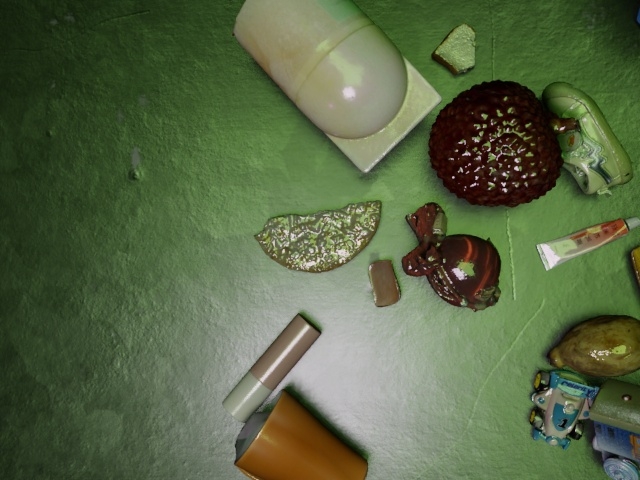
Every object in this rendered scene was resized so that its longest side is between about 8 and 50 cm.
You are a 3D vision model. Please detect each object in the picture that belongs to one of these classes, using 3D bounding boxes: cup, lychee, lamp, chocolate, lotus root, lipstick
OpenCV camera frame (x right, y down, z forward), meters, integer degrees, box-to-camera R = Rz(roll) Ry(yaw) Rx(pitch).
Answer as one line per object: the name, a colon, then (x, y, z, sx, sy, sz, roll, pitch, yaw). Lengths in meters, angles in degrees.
cup: (-0.053, 0.457, 1.444, 0.264, 0.182, 0.226, 35, 123, 0)
lychee: (0.365, -0.194, 1.393, 0.300, 0.264, 0.264, -12, 85, 23)
lamp: (0.285, 0.037, 1.431, 0.151, 0.215, 0.223, -30, 119, 33)
chocolate: (0.140, 0.093, 1.504, 0.065, 0.031, 0.100, -19, 81, 21)
lotus root: (0.569, 0.218, 1.408, 0.214, 0.138, 0.138, -16, 85, 15)
lipstick: (-0.105, 0.275, 1.493, 0.070, 0.070, 0.254, 40, 90, 6)

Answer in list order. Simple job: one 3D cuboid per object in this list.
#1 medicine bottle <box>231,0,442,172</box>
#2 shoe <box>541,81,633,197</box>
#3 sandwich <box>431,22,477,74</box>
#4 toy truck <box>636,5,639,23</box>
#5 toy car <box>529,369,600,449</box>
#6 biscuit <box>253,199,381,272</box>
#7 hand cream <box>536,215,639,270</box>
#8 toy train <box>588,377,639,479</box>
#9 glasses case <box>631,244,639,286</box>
medicine bottle: (0.036, -0.359, 1.438, 0.236, 0.236, 0.406, -42, 84, 1)
shoe: (0.542, -0.209, 1.431, 0.128, 0.140, 0.262, -39, 92, -11)
sandwich: (0.309, -0.419, 1.519, 0.093, 0.036, 0.104, 37, 89, 7)
toy truck: (0.732, -0.516, 1.322, 0.161, 0.385, 0.162, -40, 66, 1)
toy car: (0.497, 0.349, 1.422, 0.126, 0.098, 0.161, 18, 86, 8)
biscuit: (0.000, 0.000, 1.518, 0.290, 0.038, 0.141, -9, 86, 6)
hand cream: (0.573, -0.005, 1.474, 0.216, 0.038, 0.052, -23, 57, 7)
toy train: (0.661, 0.393, 1.310, 0.300, 0.131, 0.201, 9, 129, 42)
glasses case: (0.715, 0.116, 1.434, 0.079, 0.064, 0.234, -20, 85, 2)
